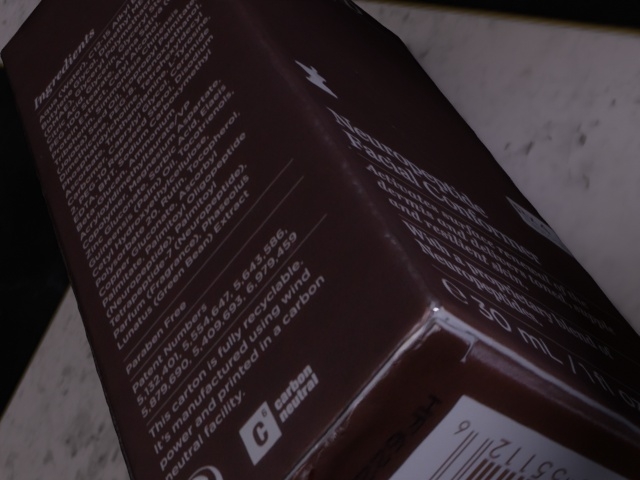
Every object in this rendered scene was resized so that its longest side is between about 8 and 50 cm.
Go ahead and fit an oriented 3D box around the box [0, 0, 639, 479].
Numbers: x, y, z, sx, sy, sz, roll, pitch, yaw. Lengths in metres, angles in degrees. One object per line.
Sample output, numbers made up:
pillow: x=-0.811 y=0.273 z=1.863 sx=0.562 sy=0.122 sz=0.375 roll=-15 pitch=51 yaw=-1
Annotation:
box: x=0.000 y=0.000 z=0.608 sx=0.143 sy=0.191 sz=0.381 roll=-50 pitch=37 yaw=14
